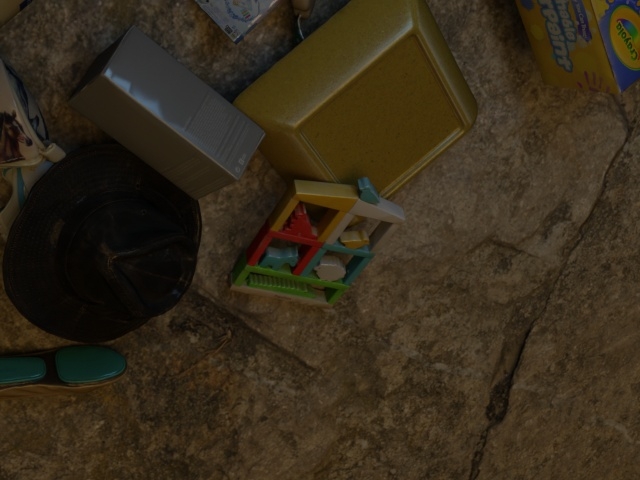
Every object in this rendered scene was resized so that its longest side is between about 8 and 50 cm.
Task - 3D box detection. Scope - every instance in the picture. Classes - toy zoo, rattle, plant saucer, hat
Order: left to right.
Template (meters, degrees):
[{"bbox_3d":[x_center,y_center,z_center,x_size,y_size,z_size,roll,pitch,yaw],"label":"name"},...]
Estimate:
[{"bbox_3d":[-0.274,0.031,1.313,0.331,0.134,0.331,-24,129,-34],"label":"hat"},{"bbox_3d":[-0.059,-0.368,1.312,0.142,0.130,0.200,6,139,-11],"label":"rattle"},{"bbox_3d":[0.000,0.000,1.445,0.192,0.030,0.293,12,136,-26],"label":"toy zoo"},{"bbox_3d":[0.082,-0.185,1.396,0.333,0.081,0.333,-40,136,0],"label":"plant saucer"}]

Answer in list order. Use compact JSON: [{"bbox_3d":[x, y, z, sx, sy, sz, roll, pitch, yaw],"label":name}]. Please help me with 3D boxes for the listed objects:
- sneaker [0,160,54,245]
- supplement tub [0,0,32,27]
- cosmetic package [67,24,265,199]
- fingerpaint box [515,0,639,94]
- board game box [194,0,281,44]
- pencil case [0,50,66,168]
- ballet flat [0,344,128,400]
[{"bbox_3d":[-0.418,-0.010,1.331,0.092,0.087,0.229,8,109,-8],"label":"sneaker"},{"bbox_3d":[-0.442,-0.340,1.060,0.316,0.228,0.228,-45,122,-13],"label":"supplement tub"},{"bbox_3d":[-0.213,-0.171,1.278,0.238,0.127,0.107,42,57,-24],"label":"cosmetic package"},{"bbox_3d":[0.431,-0.504,1.341,0.371,0.163,0.445,-41,122,-18],"label":"fingerpaint box"},{"bbox_3d":[-0.118,-0.339,1.299,0.090,0.020,0.090,-43,83,2],"label":"board game box"},{"bbox_3d":[-0.550,-0.112,1.176,0.410,0.160,0.184,-21,89,-12],"label":"pencil case"},{"bbox_3d":[-0.421,0.210,1.442,0.232,0.080,0.073,0,141,-19],"label":"ballet flat"}]
